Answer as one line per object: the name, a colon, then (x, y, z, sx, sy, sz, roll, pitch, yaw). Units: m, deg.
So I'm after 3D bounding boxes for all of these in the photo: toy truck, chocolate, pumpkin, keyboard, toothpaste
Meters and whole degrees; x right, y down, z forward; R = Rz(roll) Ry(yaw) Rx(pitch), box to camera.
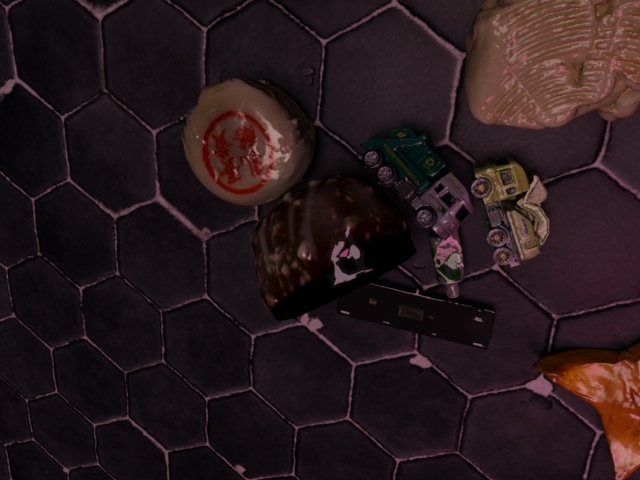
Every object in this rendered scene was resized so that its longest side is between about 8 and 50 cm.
toy truck: (0.334, -0.053, 0.992, 0.116, 0.085, 0.191, -17, 104, 17)
chocolate: (0.000, 0.000, 1.059, 0.340, 0.225, 0.210, -35, 74, 46)
pumpkin: (0.572, 0.288, 1.022, 0.258, 0.095, 0.290, -31, 93, 33)
toy truck: (0.173, -0.109, 1.000, 0.116, 0.110, 0.216, -43, 65, 11)
keyboard: (0.184, 0.136, 1.159, 0.317, 0.027, 0.106, 13, 118, 17)
toothpaste: (0.229, -0.011, 1.073, 0.078, 0.047, 0.248, -4, 105, 31)

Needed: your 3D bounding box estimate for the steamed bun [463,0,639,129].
steamed bun: (0.360, -0.295, 0.828, 0.276, 0.203, 0.289, 24, 131, 2)

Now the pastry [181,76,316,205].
pastry: (-0.140, -0.187, 1.108, 0.265, 0.133, 0.264, 7, 109, 22)
